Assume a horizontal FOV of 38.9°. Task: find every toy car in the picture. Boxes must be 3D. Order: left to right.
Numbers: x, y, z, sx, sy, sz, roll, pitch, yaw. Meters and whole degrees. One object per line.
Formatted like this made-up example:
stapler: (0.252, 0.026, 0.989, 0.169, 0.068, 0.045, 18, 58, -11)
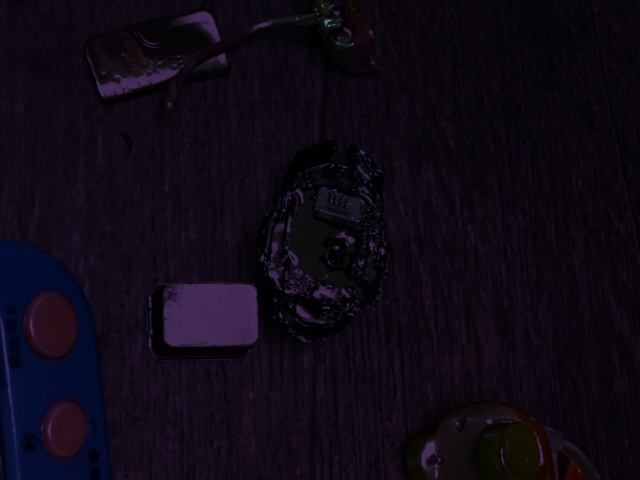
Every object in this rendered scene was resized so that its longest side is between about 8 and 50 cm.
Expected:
toy car: (0.224, 0.285, 0.991, 0.235, 0.145, 0.235, 12, 70, -35)

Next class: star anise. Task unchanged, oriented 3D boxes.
star anise: (-0.052, -0.216, 1.046, 0.227, 0.218, 0.148, -15, 119, 12)

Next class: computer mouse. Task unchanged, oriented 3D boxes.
computer mouse: (0.000, 0.000, 0.996, 0.146, 0.077, 0.242, 18, 70, -13)

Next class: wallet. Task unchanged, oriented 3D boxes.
wallet: (-0.182, -0.208, 1.015, 0.156, 0.018, 0.082, -17, 87, -20)

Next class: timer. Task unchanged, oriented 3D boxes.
timer: (-0.320, 0.170, 0.763, 0.309, 0.115, 0.340, -6, 89, -57)

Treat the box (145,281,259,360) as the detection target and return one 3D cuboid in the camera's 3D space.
box: (-0.119, 0.081, 0.946, 0.122, 0.069, 0.084, 0, 77, -17)
